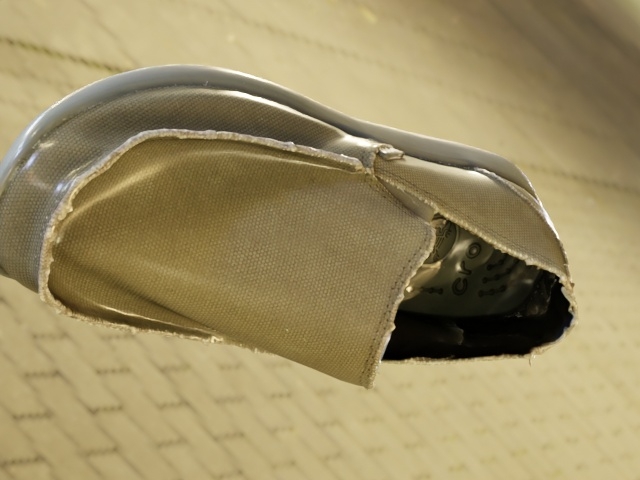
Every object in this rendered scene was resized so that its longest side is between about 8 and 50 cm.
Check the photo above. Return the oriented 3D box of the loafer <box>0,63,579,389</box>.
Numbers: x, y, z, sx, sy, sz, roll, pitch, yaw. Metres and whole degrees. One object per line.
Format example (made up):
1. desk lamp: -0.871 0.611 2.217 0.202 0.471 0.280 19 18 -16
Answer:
1. loafer: 0.000 0.000 0.646 0.251 0.094 0.087 3 29 -35
